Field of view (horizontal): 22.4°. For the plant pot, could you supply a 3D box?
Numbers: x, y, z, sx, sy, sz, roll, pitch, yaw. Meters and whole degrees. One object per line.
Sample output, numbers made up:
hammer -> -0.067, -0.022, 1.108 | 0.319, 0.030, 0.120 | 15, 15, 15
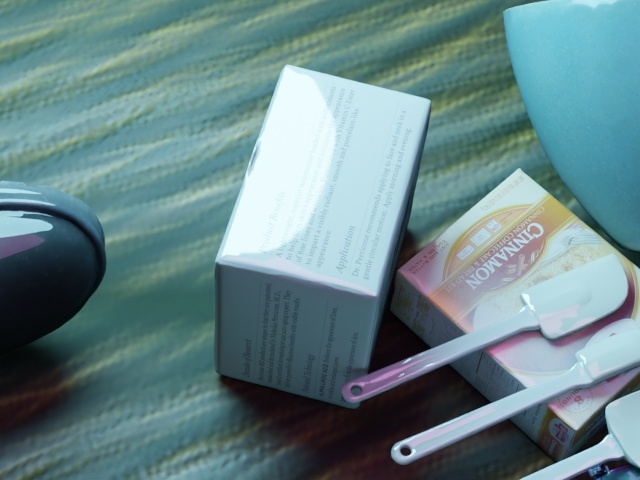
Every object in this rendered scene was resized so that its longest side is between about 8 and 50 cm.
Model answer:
plant pot -> 0.296, -0.095, 1.264 | 0.290, 0.290, 0.195 | -5, 94, -5

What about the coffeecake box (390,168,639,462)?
coffeecake box -> 0.171, 0.057, 1.257 | 0.142, 0.068, 0.185 | -39, 68, -23

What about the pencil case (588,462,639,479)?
pencil case -> 0.237, 0.231, 1.150 | 0.064, 0.070, 0.152 | 4, 56, -29

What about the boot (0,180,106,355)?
boot -> -0.316, 0.175, 1.066 | 0.367, 0.146, 0.445 | -13, 42, 4

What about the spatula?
spatula -> 0.153, 0.116, 1.170 | 0.242, 0.019, 0.168 | -22, 64, -14

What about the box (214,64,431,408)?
box -> 0.000, 0.000, 1.220 | 0.119, 0.182, 0.181 | 14, 59, 5
